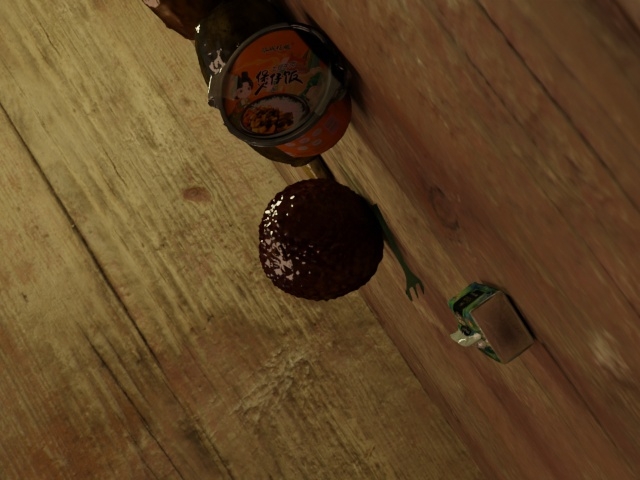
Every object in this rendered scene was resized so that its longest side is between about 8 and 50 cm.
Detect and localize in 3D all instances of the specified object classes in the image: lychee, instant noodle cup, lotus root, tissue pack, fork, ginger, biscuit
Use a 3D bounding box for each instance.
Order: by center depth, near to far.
[{"bbox_3d":[0.210,0.111,1.107,0.085,0.079,0.111,56,177,-7],"label":"tissue pack"},{"bbox_3d":[-0.034,-0.192,1.171,0.208,0.178,0.125,19,173,30],"label":"instant noodle cup"},{"bbox_3d":[-0.090,-0.239,1.314,0.275,0.152,0.160,58,-140,-17],"label":"lotus root"},{"bbox_3d":[-0.205,-0.424,1.335,0.165,0.172,0.321,11,152,22],"label":"ginger"},{"bbox_3d":[0.149,0.028,1.645,0.235,0.039,0.021,62,170,-29],"label":"fork"},{"bbox_3d":[0.000,0.000,1.743,0.261,0.260,0.260,56,177,5],"label":"lychee"},{"bbox_3d":[-0.063,-0.247,1.987,0.299,0.045,0.154,58,178,-17],"label":"biscuit"}]
